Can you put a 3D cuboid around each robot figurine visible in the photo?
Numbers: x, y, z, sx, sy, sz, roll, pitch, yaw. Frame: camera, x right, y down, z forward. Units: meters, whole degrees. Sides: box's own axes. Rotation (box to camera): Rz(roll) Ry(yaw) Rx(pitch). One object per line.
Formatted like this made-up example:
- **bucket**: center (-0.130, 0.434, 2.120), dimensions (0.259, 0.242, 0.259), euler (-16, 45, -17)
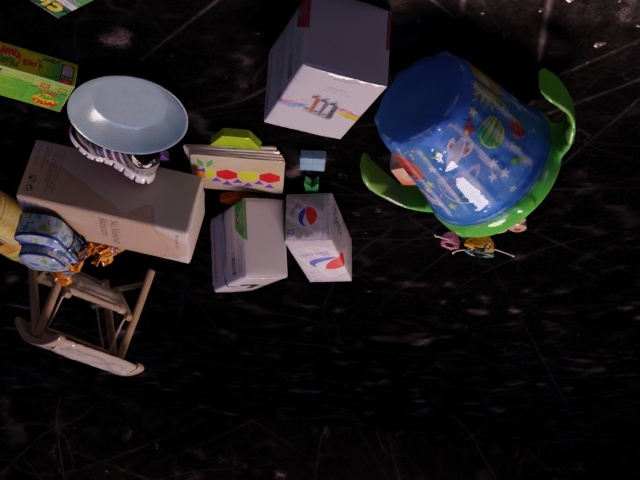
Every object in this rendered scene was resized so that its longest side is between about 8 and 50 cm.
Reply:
- **robot figurine**: center (-0.443, 0.007, 2.168), dimensions (0.211, 0.085, 0.291), euler (-30, -178, -30)

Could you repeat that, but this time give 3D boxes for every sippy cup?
- **sippy cup**: center (0.210, -0.158, 1.641), dimensions (0.305, 0.240, 0.224), euler (-47, 128, 6)

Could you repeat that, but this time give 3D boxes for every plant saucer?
- **plant saucer**: center (-0.311, -0.214, 1.766), dimensions (0.195, 0.037, 0.195), euler (2, 145, 1)

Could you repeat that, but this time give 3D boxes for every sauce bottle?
- **sauce bottle**: center (-0.662, -0.060, 2.110), dimensions (0.111, 0.111, 0.344), euler (-8, 153, 26)

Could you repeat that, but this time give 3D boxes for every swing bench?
- **swing bench**: center (-0.521, 0.154, 2.398), dimensions (0.165, 0.254, 0.253), euler (-12, 152, 33)

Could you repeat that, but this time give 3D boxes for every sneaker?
- **sneaker**: center (-0.347, -0.165, 1.869), dimensions (0.170, 0.063, 0.075), euler (30, 134, -18)

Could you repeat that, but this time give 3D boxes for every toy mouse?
- **toy mouse**: center (0.298, 0.007, 2.211), dimensions (0.161, 0.031, 0.143), euler (14, 171, -10)

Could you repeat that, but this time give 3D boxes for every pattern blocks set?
- **pattern blocks set**: center (-0.155, -0.131, 1.970), dimensions (0.325, 0.026, 0.285), euler (8, 157, -9)

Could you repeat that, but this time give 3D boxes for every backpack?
- **backpack**: center (-0.491, 0.005, 1.941), dimensions (0.105, 0.084, 0.114), euler (4, 152, 15)

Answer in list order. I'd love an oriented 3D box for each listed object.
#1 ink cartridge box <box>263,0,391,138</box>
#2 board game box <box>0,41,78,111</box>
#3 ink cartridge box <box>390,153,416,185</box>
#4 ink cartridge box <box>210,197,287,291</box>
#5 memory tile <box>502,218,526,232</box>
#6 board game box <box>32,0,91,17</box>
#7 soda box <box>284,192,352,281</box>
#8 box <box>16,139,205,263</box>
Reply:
- **ink cartridge box**: center (0.007, -0.247, 1.552), dimensions (0.127, 0.128, 0.176), euler (12, 156, -19)
- **board game box**: center (-0.481, -0.262, 1.693), dimensions (0.181, 0.043, 0.092), euler (15, 155, -23)
- **ink cartridge box**: center (0.231, -0.121, 1.920), dimensions (0.179, 0.045, 0.145), euler (-4, 156, 24)
- **ink cartridge box**: center (-0.141, 0.013, 2.094), dimensions (0.087, 0.153, 0.208), euler (0, 171, -23)
- **memory tile**: center (0.343, -0.046, 2.114), dimensions (0.113, 0.012, 0.148), euler (-2, 157, 12)
- **board game box**: center (-0.399, -0.384, 1.420), dimensions (0.136, 0.030, 0.260), euler (-16, 150, 34)
- **soda box**: center (0.000, 0.000, 2.128), dimensions (0.091, 0.098, 0.286), euler (-2, 162, 9)
- **box**: center (-0.374, -0.069, 1.973), dimensions (0.311, 0.121, 0.148), euler (12, 156, 2)
